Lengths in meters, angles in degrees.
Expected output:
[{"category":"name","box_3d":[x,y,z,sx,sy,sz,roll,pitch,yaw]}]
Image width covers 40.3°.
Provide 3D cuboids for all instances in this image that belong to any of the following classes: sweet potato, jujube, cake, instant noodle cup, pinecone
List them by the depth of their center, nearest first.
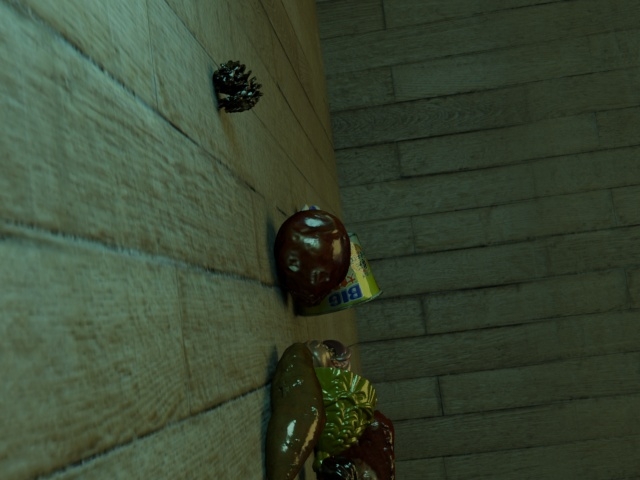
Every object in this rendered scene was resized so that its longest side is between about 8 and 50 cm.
[{"category":"pinecone","box_3d":[-0.131,-0.241,1.366,0.077,0.077,0.083,-81,153,-71]},{"category":"sweet potato","box_3d":[-0.038,0.275,1.467,0.106,0.095,0.354,-53,-164,30]},{"category":"jujube","box_3d":[-0.020,0.045,1.770,0.236,0.168,0.168,100,-10,-51]},{"category":"instant noodle cup","box_3d":[0.023,0.075,1.980,0.205,0.205,0.153,-53,125,-82]},{"category":"cake","box_3d":[0.083,0.520,1.997,0.151,0.177,0.283,31,57,-83]}]

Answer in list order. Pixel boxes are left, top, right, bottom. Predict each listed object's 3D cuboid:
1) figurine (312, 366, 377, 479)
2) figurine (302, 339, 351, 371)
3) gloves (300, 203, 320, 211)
[{"category":"figurine","box_3d":[0.021,0.438,1.756,0.187,0.168,0.315,93,5,-51]},{"category":"figurine","box_3d":[0.007,0.266,1.873,0.114,0.126,0.157,38,-9,15]},{"category":"gloves","box_3d":[-0.004,0.003,2.154,0.119,0.097,0.229,117,-35,-43]}]
